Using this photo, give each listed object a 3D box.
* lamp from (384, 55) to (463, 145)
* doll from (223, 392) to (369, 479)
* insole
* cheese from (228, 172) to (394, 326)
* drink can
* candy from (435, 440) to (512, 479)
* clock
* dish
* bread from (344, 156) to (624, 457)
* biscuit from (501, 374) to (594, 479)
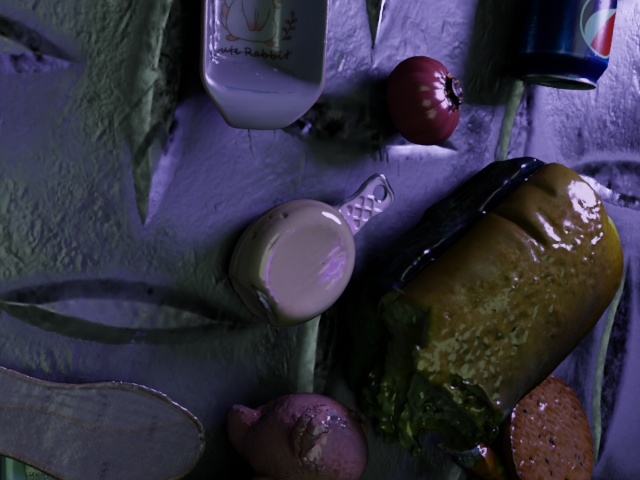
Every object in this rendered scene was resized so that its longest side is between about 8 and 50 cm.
[{"bbox_3d":[0.121,-0.164,1.369,0.107,0.092,0.107,35,48,-49],"label":"lamp"},{"bbox_3d":[-0.083,0.280,1.286,0.303,0.156,0.201,-45,159,0],"label":"doll"},{"bbox_3d":[-0.267,0.181,1.165,0.348,0.009,0.119,23,82,-31],"label":"insole"},{"bbox_3d":[0.000,0.000,1.329,0.227,0.064,0.137,-40,118,-21],"label":"cheese"},{"bbox_3d":[0.315,-0.295,1.462,0.118,0.118,0.204,7,93,-32],"label":"drink can"},{"bbox_3d":[0.223,0.295,1.510,0.182,0.053,0.046,38,68,-31],"label":"candy"},{"bbox_3d":[-0.270,0.222,1.198,0.135,0.041,0.101,0,93,-33],"label":"clock"},{"bbox_3d":[-0.072,-0.237,1.256,0.154,0.064,0.234,0,94,-32],"label":"dish"},{"bbox_3d":[0.210,0.071,1.396,0.376,0.208,0.251,-42,120,-26],"label":"bread"},{"bbox_3d":[0.300,0.269,1.539,0.188,0.027,0.187,14,69,-41],"label":"biscuit"}]
